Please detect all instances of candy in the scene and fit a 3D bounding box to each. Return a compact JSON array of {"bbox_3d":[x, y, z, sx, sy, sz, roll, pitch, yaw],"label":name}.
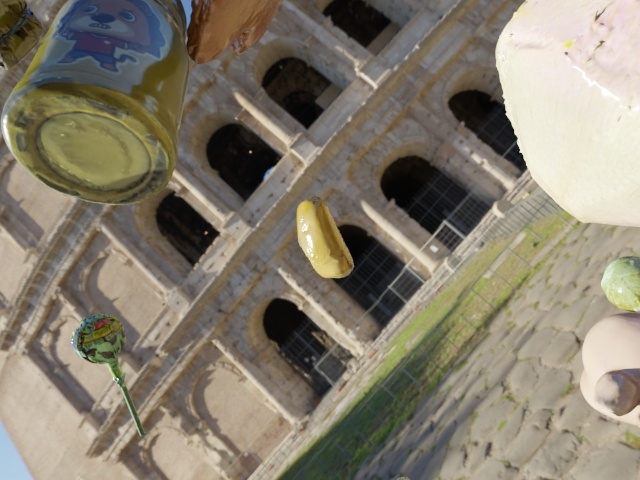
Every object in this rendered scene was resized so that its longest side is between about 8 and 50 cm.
[{"bbox_3d":[0.324,0.094,0.415,0.061,0.061,0.203,-56,22,38],"label":"candy"},{"bbox_3d":[-0.411,0.284,0.906,0.091,0.083,0.306,-24,-63,-32],"label":"candy"}]

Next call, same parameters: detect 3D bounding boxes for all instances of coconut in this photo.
[{"bbox_3d":[0.250,-0.121,0.307,0.245,0.233,0.233,-55,-12,12],"label":"coconut"}]

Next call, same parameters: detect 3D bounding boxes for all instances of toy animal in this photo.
[{"bbox_3d":[0.580,0.253,0.717,0.237,0.269,0.326,-44,28,-3],"label":"toy animal"}]

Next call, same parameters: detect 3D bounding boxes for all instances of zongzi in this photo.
[{"bbox_3d":[-0.567,-0.371,0.617,0.123,0.260,0.289,-61,-37,-18],"label":"zongzi"}]

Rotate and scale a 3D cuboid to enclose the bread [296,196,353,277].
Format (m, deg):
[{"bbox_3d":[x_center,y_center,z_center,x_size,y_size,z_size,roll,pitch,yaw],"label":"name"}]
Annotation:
[{"bbox_3d":[0.000,0.000,0.605,0.056,0.115,0.082,-26,7,-1],"label":"bread"}]

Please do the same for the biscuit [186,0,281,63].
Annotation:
[{"bbox_3d":[-0.102,-0.286,0.576,0.192,0.036,0.186,-53,8,-32],"label":"biscuit"}]

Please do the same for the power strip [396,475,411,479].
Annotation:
[{"bbox_3d":[0.089,0.499,0.587,0.357,0.161,0.358,-40,-34,-34],"label":"power strip"}]

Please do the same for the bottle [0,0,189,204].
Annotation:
[{"bbox_3d":[-0.257,-0.229,0.574,0.171,0.352,0.172,-5,-36,-3],"label":"bottle"}]
